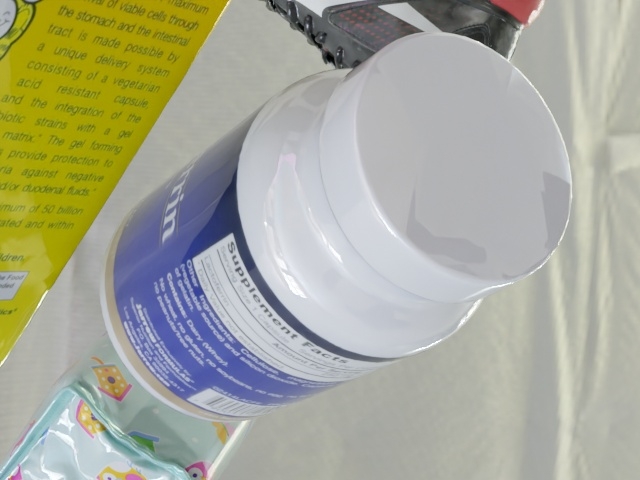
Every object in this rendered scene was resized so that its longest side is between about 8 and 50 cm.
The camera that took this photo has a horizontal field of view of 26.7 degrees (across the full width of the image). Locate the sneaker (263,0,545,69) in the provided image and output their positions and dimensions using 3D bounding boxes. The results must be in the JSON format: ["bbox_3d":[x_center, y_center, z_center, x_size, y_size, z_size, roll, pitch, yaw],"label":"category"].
[{"bbox_3d":[0.020,-0.172,1.000,0.097,0.276,0.135,40,-113,-82],"label":"sneaker"}]

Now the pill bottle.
[{"bbox_3d":[0.000,0.000,0.719,0.153,0.265,0.153,12,-114,-29],"label":"pill bottle"}]

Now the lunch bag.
[{"bbox_3d":[-0.170,0.193,1.101,0.262,0.160,0.223,-54,0,26],"label":"lunch bag"}]

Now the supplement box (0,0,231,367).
[{"bbox_3d":[-0.213,-0.093,0.650,0.356,0.194,0.195,-56,-26,17],"label":"supplement box"}]
